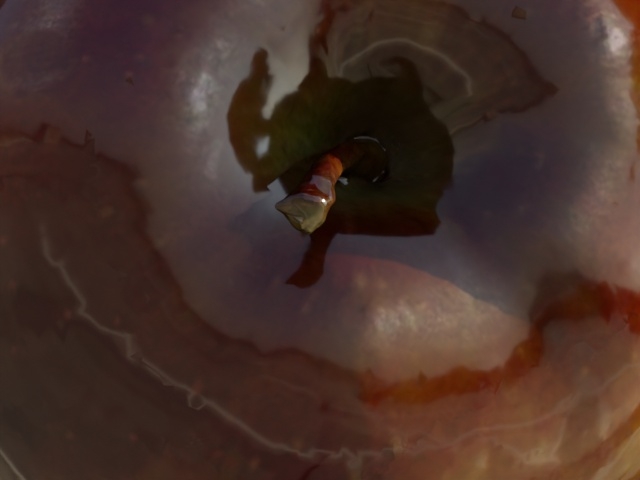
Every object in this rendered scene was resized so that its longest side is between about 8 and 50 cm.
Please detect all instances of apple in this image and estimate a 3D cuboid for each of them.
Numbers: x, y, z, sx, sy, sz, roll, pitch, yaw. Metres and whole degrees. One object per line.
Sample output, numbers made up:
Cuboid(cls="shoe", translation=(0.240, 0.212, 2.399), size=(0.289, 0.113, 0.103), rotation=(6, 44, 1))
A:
Cuboid(cls="apple", translation=(0.000, 0.000, 0.566), size=(0.288, 0.288, 0.317), rotation=(15, -16, 3))
